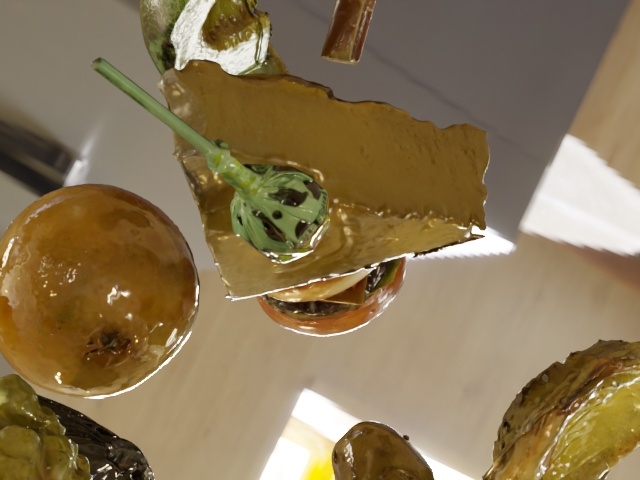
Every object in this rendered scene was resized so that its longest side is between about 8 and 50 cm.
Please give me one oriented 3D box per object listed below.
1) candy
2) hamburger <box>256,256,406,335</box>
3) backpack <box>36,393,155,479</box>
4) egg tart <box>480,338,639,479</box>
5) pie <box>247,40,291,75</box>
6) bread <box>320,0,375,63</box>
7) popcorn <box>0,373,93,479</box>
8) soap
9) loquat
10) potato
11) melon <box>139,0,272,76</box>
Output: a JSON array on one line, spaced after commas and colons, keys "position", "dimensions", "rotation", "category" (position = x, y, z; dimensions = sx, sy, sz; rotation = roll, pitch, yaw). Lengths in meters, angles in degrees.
[{"position": [-0.099, -0.072, 1.272], "dimensions": [0.091, 0.083, 0.305], "rotation": [-18, 143, 32], "category": "candy"}, {"position": [0.000, 0.000, 2.351], "dimensions": [0.291, 0.291, 0.225], "rotation": [19, 153, 29], "category": "hamburger"}, {"position": [-0.287, 0.247, 1.562], "dimensions": [0.258, 0.133, 0.206], "rotation": [12, 154, 9], "category": "backpack"}, {"position": [0.271, 0.192, 1.561], "dimensions": [0.095, 0.279, 0.279], "rotation": [49, 180, 29], "category": "egg tart"}, {"position": [-0.113, -0.278, 2.069], "dimensions": [0.277, 0.078, 0.277], "rotation": [59, -179, -2], "category": "pie"}, {"position": [0.032, -0.248, 1.701], "dimensions": [0.047, 0.083, 0.036], "rotation": [14, 175, 11], "category": "bread"}, {"position": [-0.312, 0.250, 1.327], "dimensions": [0.195, 0.255, 0.256], "rotation": [24, -172, -8], "category": "popcorn"}, {"position": [0.026, -0.095, 1.549], "dimensions": [0.338, 0.169, 0.304], "rotation": [-14, 152, 0], "category": "soap"}, {"position": [-0.280, 0.061, 1.773], "dimensions": [0.263, 0.263, 0.263], "rotation": [25, 167, 6], "category": "loquat"}, {"position": [0.076, 0.293, 1.744], "dimensions": [0.137, 0.137, 0.176], "rotation": [35, -153, -34], "category": "potato"}, {"position": [-0.150, -0.282, 1.667], "dimensions": [0.129, 0.169, 0.265], "rotation": [41, 153, 17], "category": "melon"}]
